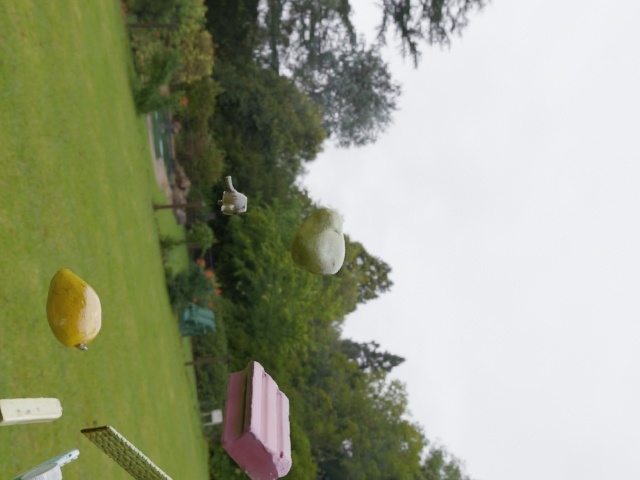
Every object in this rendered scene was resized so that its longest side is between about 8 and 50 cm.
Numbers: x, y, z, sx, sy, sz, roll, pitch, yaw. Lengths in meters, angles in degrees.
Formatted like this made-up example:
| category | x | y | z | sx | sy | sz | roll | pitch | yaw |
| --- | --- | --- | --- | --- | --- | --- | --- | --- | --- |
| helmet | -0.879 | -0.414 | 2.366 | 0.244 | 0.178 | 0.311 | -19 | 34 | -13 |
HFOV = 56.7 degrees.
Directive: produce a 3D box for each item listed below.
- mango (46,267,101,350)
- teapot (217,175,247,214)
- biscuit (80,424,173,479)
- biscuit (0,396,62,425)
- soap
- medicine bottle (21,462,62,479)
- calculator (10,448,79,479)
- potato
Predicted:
| category | x | y | z | sx | sy | sz | roll | pitch | yaw |
| --- | --- | --- | --- | --- | --- | --- | --- | --- | --- |
| mango | -0.782 | 0.214 | 1.870 | 0.317 | 0.176 | 0.119 | 52 | 10 | 31 |
| teapot | -0.246 | -0.122 | 1.644 | 0.085 | 0.080 | 0.110 | -91 | -174 | -71 |
| biscuit | -0.467 | 0.522 | 1.430 | 0.231 | 0.139 | 0.016 | 51 | 42 | -22 |
| biscuit | -0.715 | 0.418 | 1.447 | 0.188 | 0.052 | 0.056 | 31 | 35 | -64 |
| soap | -0.202 | 0.593 | 1.947 | 0.233 | 0.128 | 0.359 | 55 | 10 | -22 |
| medicine bottle | -0.666 | 0.657 | 1.460 | 0.088 | 0.132 | 0.189 | -16 | -89 | 44 |
| calculator | -0.928 | 0.765 | 1.977 | 0.042 | 0.295 | 0.184 | 62 | 24 | 6 |
| potato | 0.000 | 0.000 | 1.654 | 0.157 | 0.157 | 0.194 | 161 | -53 | -80 |
